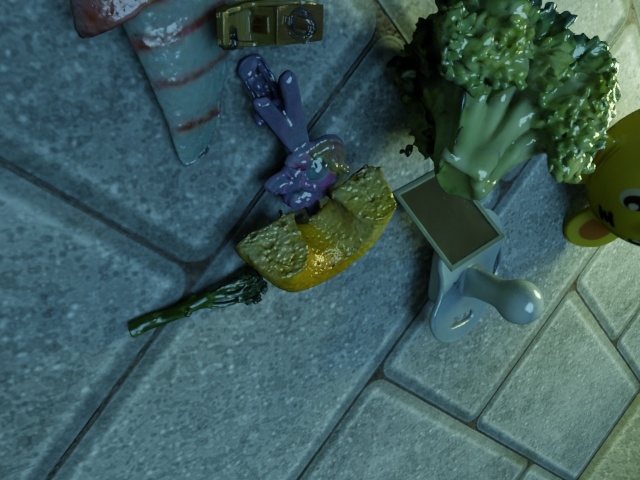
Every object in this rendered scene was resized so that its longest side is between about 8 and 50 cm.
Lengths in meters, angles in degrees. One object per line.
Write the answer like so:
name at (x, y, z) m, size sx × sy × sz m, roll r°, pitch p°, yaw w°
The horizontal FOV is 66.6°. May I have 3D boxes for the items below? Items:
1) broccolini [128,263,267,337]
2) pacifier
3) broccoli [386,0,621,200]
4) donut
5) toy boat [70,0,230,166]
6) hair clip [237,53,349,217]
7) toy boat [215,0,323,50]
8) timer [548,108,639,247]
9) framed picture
broccolini at (-0.187, 0.103, 0.763) m, size 0.216 × 0.058 × 0.067 m, roll -24°, pitch 81°, yaw -15°
pacifier at (0.341, 0.090, 0.980) m, size 0.244 × 0.233 × 0.300 m, roll -14°, pitch 118°, yaw -32°
broccoli at (0.254, -0.188, 0.742) m, size 0.347 × 0.293 × 0.281 m, roll 38°, pitch 65°, yaw -5°
donut at (0.004, -0.001, 0.776) m, size 0.259 × 0.101 × 0.152 m, roll -34°, pitch 158°, yaw -15°
toy boat at (-0.174, -0.230, 0.601) m, size 0.206 × 0.096 × 0.282 m, roll -43°, pitch 139°, yaw -30°
hair clip at (-0.038, -0.133, 0.720) m, size 0.137 × 0.090 × 0.279 m, roll -36°, pitch 126°, yaw -8°
toy boat at (-0.058, -0.276, 0.620) m, size 0.200 × 0.077 × 0.057 m, roll -31°, pitch 132°, yaw -45°
timer at (0.753, -0.130, 1.121) m, size 0.386 × 0.376 × 0.376 m, roll -14°, pitch 130°, yaw 23°
framed picture at (0.240, -0.046, 0.913) m, size 0.141 × 0.183 × 0.011 m, roll -29°, pitch 165°, yaw -20°
